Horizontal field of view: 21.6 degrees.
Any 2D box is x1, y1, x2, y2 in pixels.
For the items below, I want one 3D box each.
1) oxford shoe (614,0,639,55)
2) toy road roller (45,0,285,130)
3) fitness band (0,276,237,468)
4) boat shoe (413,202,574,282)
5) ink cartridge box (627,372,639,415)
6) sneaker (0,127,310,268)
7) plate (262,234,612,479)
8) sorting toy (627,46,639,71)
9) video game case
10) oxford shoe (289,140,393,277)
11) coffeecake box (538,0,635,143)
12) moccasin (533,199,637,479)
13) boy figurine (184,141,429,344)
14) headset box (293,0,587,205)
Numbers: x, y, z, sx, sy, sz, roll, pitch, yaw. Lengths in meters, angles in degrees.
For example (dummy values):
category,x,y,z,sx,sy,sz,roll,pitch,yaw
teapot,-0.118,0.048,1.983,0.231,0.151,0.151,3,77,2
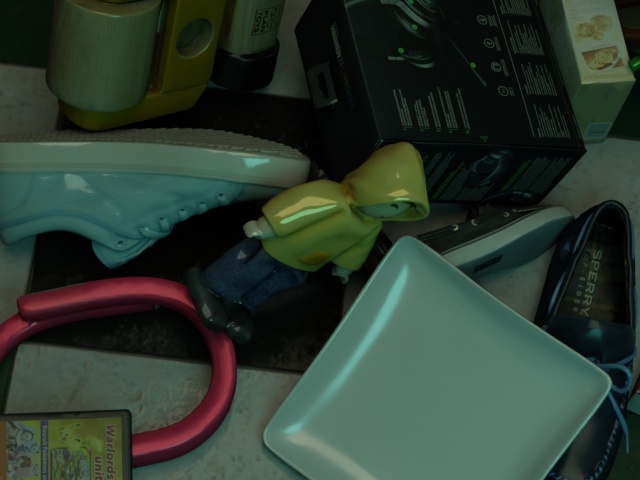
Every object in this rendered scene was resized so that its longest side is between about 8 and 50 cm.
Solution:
category,x,y,z,sx,sy,sz,roll,pitch,yaw
oxford shoe,0.413,-0.336,2.090,0.123,0.130,0.348,-14,46,27
toy road roller,-0.198,-0.290,1.932,0.329,0.202,0.240,-20,49,-37
fitness band,-0.235,0.148,1.812,0.290,0.054,0.209,-10,67,-9
boat shoe,0.184,-0.005,1.896,0.228,0.080,0.076,-23,63,-26
ink cartridge box,0.413,0.143,1.864,0.099,0.056,0.135,24,64,8
sneaker,-0.191,-0.045,1.872,0.366,0.135,0.150,2,103,9
plate,0.122,0.181,1.777,0.277,0.045,0.278,35,92,16
sorting toy,0.309,-0.342,1.858,0.126,0.127,0.365,-33,105,-4
video game case,-0.313,0.313,1.699,0.248,0.035,0.275,-2,74,-4
oxford shoe,0.018,0.000,1.902,0.096,0.083,0.227,-44,77,4
coffeecake box,0.305,-0.229,1.994,0.068,0.142,0.185,-5,64,-9
moccasin,0.279,0.108,1.836,0.137,0.117,0.342,7,63,-2
boy figurine,0.000,0.000,1.786,0.285,0.177,0.092,-32,56,17
headset box,0.124,-0.174,1.910,0.283,0.131,0.246,0,60,-26
